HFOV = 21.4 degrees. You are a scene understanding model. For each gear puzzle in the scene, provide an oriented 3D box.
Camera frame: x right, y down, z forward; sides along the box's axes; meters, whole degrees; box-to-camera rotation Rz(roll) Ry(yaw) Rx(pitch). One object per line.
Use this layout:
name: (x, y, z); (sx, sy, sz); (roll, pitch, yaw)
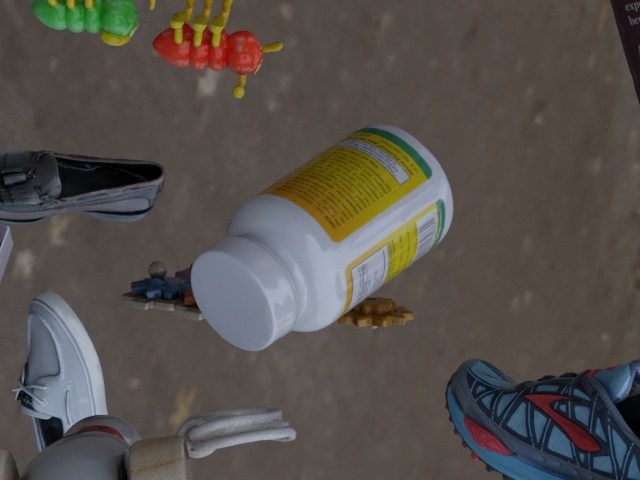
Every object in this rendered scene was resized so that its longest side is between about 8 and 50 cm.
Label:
gear puzzle: (-0.052, 0.059, 1.888); (0.175, 0.338, 0.044); (-14, 108, -53)

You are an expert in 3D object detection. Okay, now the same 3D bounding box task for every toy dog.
toy dog: (-0.154, 0.213, 1.203); (0.333, 0.220, 0.161); (2, 85, -72)

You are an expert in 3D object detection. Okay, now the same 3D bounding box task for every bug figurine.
bug figurine: (-0.125, -0.210, 1.453); (0.279, 0.216, 0.072); (-74, 173, -60)

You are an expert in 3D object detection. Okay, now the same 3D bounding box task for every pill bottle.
pill bottle: (0.000, 0.000, 1.339); (0.208, 0.117, 0.118); (-36, 140, -38)

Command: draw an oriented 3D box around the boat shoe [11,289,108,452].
boat shoe: (-0.279, 0.163, 1.785); (0.081, 0.079, 0.228); (-32, 126, -36)

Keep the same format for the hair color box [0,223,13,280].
hair color box: (-0.231, 0.031, 1.060); (0.167, 0.053, 0.093); (163, -55, -79)

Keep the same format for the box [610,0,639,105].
box: (0.274, -0.149, 0.930); (0.168, 0.167, 0.203); (-22, 98, -33)

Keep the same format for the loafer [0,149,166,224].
loafer: (-0.319, -0.077, 2.093); (0.084, 0.267, 0.096); (-45, -127, 49)

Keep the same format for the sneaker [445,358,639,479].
sneaker: (0.208, 0.137, 1.257); (0.104, 0.262, 0.125); (2, 112, -48)
